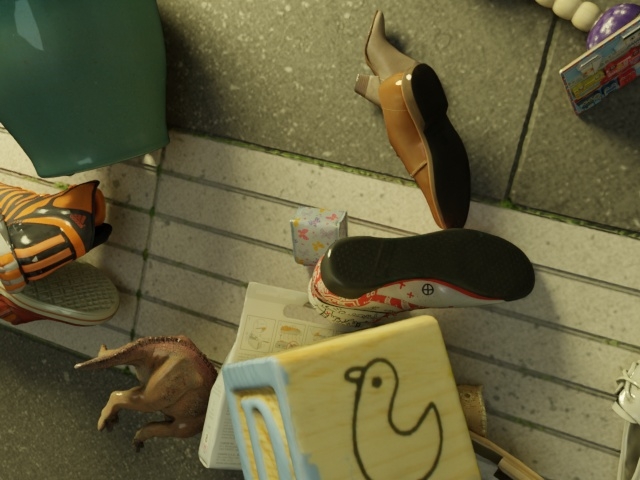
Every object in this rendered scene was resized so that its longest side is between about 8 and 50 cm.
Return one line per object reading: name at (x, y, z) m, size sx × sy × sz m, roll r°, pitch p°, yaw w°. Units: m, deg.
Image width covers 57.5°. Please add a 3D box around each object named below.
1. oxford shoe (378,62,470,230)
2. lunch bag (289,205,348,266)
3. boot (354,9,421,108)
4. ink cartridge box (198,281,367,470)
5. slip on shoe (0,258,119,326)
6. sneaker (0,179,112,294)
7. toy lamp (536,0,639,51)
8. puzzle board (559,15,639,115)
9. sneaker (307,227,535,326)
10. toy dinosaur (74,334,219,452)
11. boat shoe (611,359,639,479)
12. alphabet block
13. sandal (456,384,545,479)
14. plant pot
oxford shoe at (0.129, -0.106, 0.723) m, size 0.076 × 0.076 × 0.212 m, roll -4°, pitch 111°, yaw 48°
lunch bag at (0.000, 0.000, 0.786) m, size 0.071 × 0.053 × 0.083 m, roll 6°, pitch 123°, yaw 17°
boot at (0.096, -0.223, 0.739) m, size 0.087 × 0.042 × 0.118 m, roll 16°, pitch 102°, yaw 10°
ink cartridge box at (-0.043, 0.184, 0.773) m, size 0.189 × 0.066 × 0.232 m, roll 14°, pitch 80°, yaw -27°
slip on shoe at (-0.461, 0.084, 0.926) m, size 0.331 × 0.123 × 0.101 m, roll 8°, pitch 122°, yaw 17°
sneaker at (-0.427, -0.036, 0.895) m, size 0.321 × 0.180 × 0.124 m, roll 35°, pitch 141°, yaw 42°
toy lamp at (0.222, -0.304, 0.665) m, size 0.275 × 0.080 × 0.080 m, roll 39°, pitch 106°, yaw 11°
puzzle board at (0.329, -0.195, 0.635) m, size 0.128 × 0.096 × 0.011 m, roll -34°, pitch 58°, yaw 18°
sneaker at (0.118, 0.052, 0.737) m, size 0.270 × 0.145 × 0.090 m, roll 1°, pitch 67°, yaw -15°
toy dinosaur at (-0.178, 0.193, 0.789) m, size 0.200 × 0.127 × 0.295 m, roll -22°, pitch 130°, yaw 17°
boat shoe at (0.380, 0.185, 0.664) m, size 0.088 × 0.096 × 0.267 m, roll 1°, pitch 105°, yaw 14°
alphabet block at (0.024, 0.202, 0.652) m, size 0.193 × 0.197 × 0.192 m, roll -26°, pitch 77°, yaw 62°
sandal at (0.196, 0.225, 0.744) m, size 0.240 × 0.088 × 0.079 m, roll 34°, pitch 71°, yaw 22°
plant pot at (-0.326, -0.226, 0.772) m, size 0.272 × 0.271 × 0.255 m, roll -7°, pitch 109°, yaw 19°
